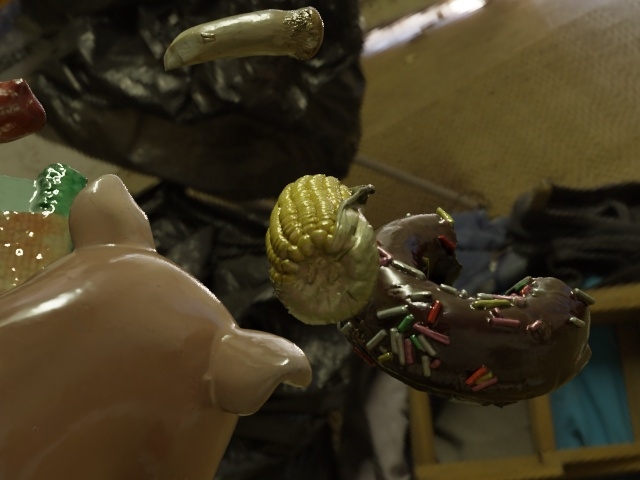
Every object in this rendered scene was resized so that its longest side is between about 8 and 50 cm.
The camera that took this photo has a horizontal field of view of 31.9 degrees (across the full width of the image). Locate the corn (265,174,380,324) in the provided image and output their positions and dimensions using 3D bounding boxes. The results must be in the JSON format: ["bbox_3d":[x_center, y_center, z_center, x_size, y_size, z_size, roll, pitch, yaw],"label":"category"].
[{"bbox_3d":[0.004,0.003,1.206,0.122,0.123,0.305,-5,15,2],"label":"corn"}]

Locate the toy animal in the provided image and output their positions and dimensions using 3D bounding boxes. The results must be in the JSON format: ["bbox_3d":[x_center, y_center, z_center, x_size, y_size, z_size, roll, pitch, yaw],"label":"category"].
[{"bbox_3d":[-0.159,0.123,0.635,0.195,0.213,0.256,38,47,24],"label":"toy animal"}]

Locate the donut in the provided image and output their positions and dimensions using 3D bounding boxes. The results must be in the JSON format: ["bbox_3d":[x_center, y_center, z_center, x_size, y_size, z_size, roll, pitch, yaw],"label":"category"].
[{"bbox_3d":[0.160,0.083,1.449,0.259,0.136,0.345,-16,37,-42],"label":"donut"}]

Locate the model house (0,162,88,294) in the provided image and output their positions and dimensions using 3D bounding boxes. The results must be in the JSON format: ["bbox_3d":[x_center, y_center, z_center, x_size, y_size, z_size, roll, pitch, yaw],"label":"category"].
[{"bbox_3d":[-0.451,0.028,1.289,0.267,0.325,0.194,-93,21,-47],"label":"model house"}]

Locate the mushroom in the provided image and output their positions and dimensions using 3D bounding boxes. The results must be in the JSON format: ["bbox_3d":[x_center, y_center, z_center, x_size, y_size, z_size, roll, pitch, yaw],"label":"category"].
[{"bbox_3d":[-0.101,-0.258,1.451,0.209,0.071,0.084,-10,12,-11],"label":"mushroom"}]

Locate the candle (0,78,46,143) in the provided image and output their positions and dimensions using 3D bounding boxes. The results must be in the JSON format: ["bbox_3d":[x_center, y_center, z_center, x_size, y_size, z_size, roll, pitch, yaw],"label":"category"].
[{"bbox_3d":[-0.354,-0.083,0.865,0.329,0.051,0.048,-6,54,23],"label":"candle"}]
